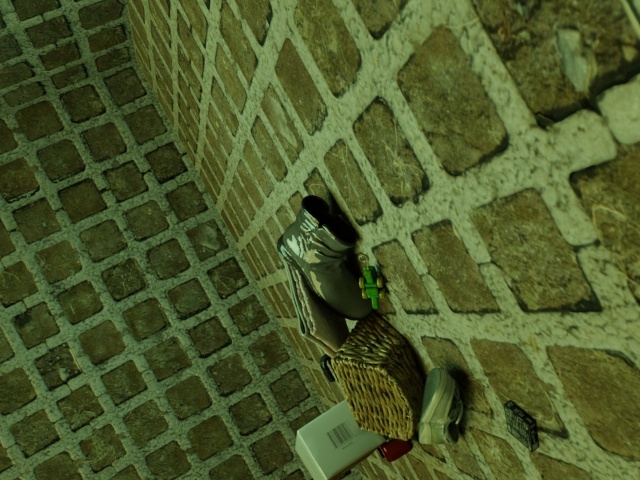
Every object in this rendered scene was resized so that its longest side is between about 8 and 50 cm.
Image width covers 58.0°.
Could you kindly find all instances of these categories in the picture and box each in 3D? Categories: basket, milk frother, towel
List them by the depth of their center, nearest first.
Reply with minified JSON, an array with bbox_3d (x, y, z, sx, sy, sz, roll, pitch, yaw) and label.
[{"bbox_3d":[0.198,0.370,1.602,0.214,0.223,0.299,2,125,34],"label":"basket"},{"bbox_3d":[0.000,0.200,1.693,0.317,0.054,0.331,48,-161,-48],"label":"towel"},{"bbox_3d":[0.085,0.446,2.117,0.143,0.129,0.134,-24,97,31],"label":"milk frother"}]

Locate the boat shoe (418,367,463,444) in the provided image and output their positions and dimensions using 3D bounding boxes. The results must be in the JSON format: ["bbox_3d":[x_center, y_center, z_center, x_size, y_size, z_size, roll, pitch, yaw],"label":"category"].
[{"bbox_3d":[0.292,0.402,1.363,0.320,0.103,0.118,85,-162,-48],"label":"boat shoe"}]

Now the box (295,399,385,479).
[{"bbox_3d":[0.052,0.654,1.853,0.168,0.215,0.345,55,162,21],"label":"box"}]

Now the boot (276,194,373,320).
[{"bbox_3d":[0.040,0.055,1.510,0.338,0.118,0.222,41,141,0],"label":"boot"}]

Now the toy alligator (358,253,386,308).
[{"bbox_3d":[0.127,0.091,1.434,0.051,0.056,0.189,-74,-25,-48],"label":"toy alligator"}]

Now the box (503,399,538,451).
[{"bbox_3d":[0.388,0.359,1.116,0.067,0.018,0.083,38,152,55],"label":"box"}]

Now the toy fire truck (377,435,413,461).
[{"bbox_3d":[0.226,0.586,1.832,0.216,0.159,0.246,60,175,6],"label":"toy fire truck"}]
